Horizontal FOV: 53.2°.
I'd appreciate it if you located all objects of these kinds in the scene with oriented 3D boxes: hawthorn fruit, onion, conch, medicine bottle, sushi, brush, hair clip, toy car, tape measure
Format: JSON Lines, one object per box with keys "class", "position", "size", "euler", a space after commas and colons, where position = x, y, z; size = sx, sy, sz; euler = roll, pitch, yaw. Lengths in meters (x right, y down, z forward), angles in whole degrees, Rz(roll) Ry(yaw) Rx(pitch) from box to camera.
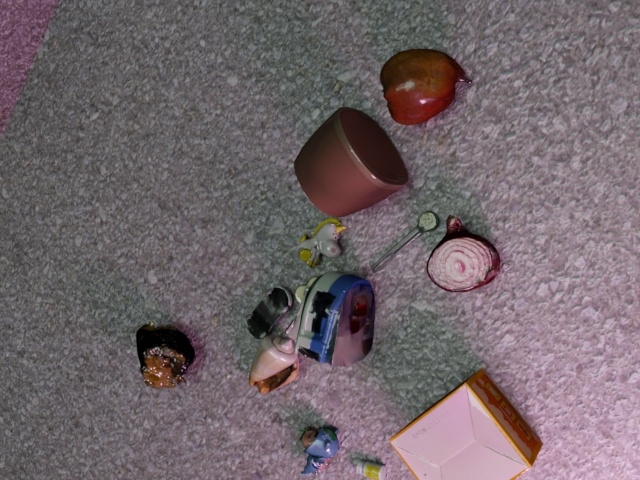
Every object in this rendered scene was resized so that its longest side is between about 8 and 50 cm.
{"class": "hawthorn fruit", "position": [0.297, -0.436, 1.793], "size": [0.248, 0.208, 0.208], "euler": [-11, 85, 11]}
{"class": "onion", "position": [0.386, 0.033, 1.761], "size": [0.195, 0.140, 0.218], "euler": [-18, 81, 23]}
{"class": "conch", "position": [-0.150, 0.390, 2.074], "size": [0.158, 0.127, 0.255], "euler": [35, 133, -10]}
{"class": "medicine bottle", "position": [0.154, 0.695, 1.933], "size": [0.083, 0.047, 0.047], "euler": [4, 92, 27]}
{"class": "sushi", "position": [-0.545, 0.389, 2.232], "size": [0.213, 0.204, 0.200], "euler": [11, 120, -6]}
{"class": "brush", "position": [0.244, 0.011, 1.899], "size": [0.266, 0.027, 0.062], "euler": [-44, 70, 21]}
{"class": "hair clip", "position": [-0.028, 0.219, 2.019], "size": [0.159, 0.071, 0.218], "euler": [25, 100, 24]}
{"class": "toy car", "position": [-0.167, 0.236, 2.102], "size": [0.095, 0.056, 0.205], "euler": [45, 106, 21]}
{"class": "tape measure", "position": [0.048, 0.223, 1.871], "size": [0.138, 0.259, 0.262], "euler": [7, 93, 28]}

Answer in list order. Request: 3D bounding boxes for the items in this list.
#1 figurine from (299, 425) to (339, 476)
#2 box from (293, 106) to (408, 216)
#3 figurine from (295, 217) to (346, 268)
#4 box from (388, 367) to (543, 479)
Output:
{"class": "figurine", "position": [-0.022, 0.652, 2.001], "size": [0.144, 0.114, 0.178], "euler": [30, 112, 27]}
{"class": "box", "position": [0.081, -0.214, 1.851], "size": [0.216, 0.301, 0.301], "euler": [-36, 73, 31]}
{"class": "figurine", "position": [0.004, 0.005, 1.998], "size": [0.178, 0.109, 0.129], "euler": [-29, 55, 22]}
{"class": "box", "position": [0.391, 0.540, 1.715], "size": [0.283, 0.214, 0.259], "euler": [-44, 74, 22]}
